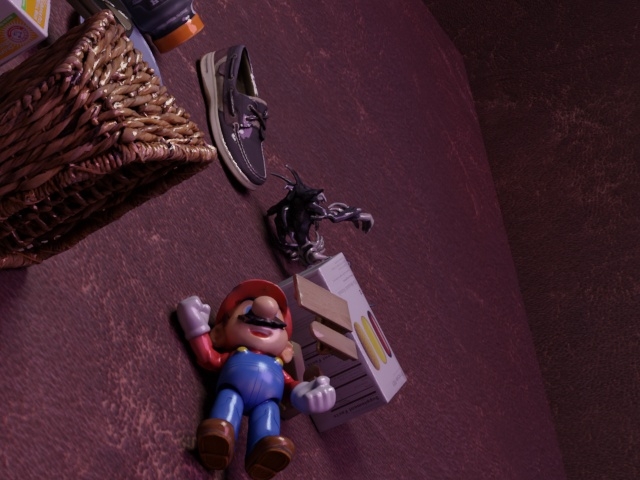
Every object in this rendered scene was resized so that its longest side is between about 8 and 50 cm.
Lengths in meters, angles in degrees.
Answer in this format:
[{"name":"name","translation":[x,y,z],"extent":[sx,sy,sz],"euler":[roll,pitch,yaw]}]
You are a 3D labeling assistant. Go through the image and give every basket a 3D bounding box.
[{"name":"basket","translation":[-0.294,-0.065,1.394],"extent":[0.223,0.299,0.213],"euler":[55,22,-22]}]

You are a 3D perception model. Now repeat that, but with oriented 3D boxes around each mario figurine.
[{"name":"mario figurine","translation":[-0.094,0.163,1.803],"extent":[0.198,0.170,0.320],"euler":[47,27,-33]}]

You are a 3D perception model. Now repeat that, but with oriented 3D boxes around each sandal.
[{"name":"sandal","translation":[-0.388,-0.379,1.844],"extent":[0.303,0.086,0.120],"euler":[51,23,16]}]

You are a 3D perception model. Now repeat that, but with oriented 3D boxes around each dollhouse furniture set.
[{"name":"dollhouse furniture set","translation":[-0.043,0.164,1.961],"extent":[0.123,0.151,0.144],"euler":[31,37,-43]}]

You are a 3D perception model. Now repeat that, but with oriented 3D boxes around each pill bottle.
[{"name":"pill bottle","translation":[-0.290,-0.428,2.100],"extent":[0.245,0.130,0.130],"euler":[57,21,-17]}]

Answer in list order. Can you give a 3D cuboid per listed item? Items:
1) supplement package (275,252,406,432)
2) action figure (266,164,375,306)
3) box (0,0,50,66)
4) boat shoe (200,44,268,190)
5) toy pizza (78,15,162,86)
[{"name":"supplement package","translation":[0.018,0.166,2.118],"extent":[0.244,0.134,0.139],"euler":[63,20,-2]},{"name":"action figure","translation":[0.000,0.000,2.256],"extent":[0.141,0.164,0.275],"euler":[-12,84,-46]},{"name":"box","translation":[-0.446,-0.331,1.635],"extent":[0.203,0.103,0.114],"euler":[46,27,-39]},{"name":"boat shoe","translation":[-0.138,-0.225,2.275],"extent":[0.103,0.092,0.285],"euler":[32,37,-55]},{"name":"toy pizza","translation":[-0.315,-0.281,2.003],"extent":[0.201,0.032,0.201],"euler":[51,24,-33]}]
